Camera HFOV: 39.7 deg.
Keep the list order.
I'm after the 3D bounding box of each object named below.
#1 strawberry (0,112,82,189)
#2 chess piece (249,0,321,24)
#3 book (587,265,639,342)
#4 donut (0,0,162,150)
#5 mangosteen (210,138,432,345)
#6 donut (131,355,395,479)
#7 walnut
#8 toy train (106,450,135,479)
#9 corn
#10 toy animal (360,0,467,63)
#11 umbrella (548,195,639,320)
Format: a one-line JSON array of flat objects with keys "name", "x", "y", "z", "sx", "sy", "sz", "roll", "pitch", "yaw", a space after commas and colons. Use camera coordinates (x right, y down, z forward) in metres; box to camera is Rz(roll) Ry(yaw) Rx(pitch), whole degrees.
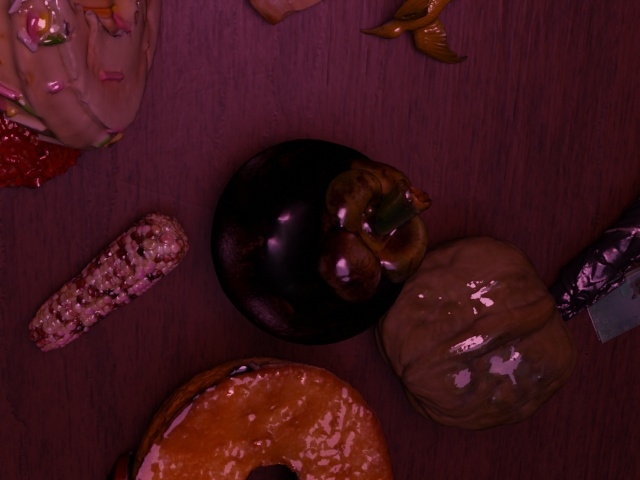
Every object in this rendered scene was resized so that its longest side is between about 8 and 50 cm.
[{"name": "strawberry", "x": -0.416, "y": -0.180, "z": 1.199, "sx": 0.190, "sy": 0.111, "sz": 0.236, "roll": 8, "pitch": 106, "yaw": -10}, {"name": "chess piece", "x": -0.085, "y": -0.386, "z": 1.134, "sx": 0.137, "sy": 0.137, "sz": 0.301, "roll": -49, "pitch": 141, "yaw": 8}, {"name": "book", "x": 0.522, "y": 0.103, "z": 1.507, "sx": 0.135, "sy": 0.017, "sz": 0.103, "roll": -26, "pitch": 111, "yaw": -1}, {"name": "donut", "x": -0.301, "y": -0.277, "z": 1.080, "sx": 0.150, "sy": 0.371, "sz": 0.307, "roll": 4, "pitch": 139, "yaw": 8}, {"name": "mangosteen", "x": -0.003, "y": 0.011, "z": 1.228, "sx": 0.297, "sy": 0.313, "sz": 0.296, "roll": -8, "pitch": 117, "yaw": -17}, {"name": "donut", "x": -0.082, "y": 0.360, "z": 1.394, "sx": 0.435, "sy": 0.163, "sz": 0.377, "roll": 26, "pitch": 89, "yaw": -23}, {"name": "walnut", "x": 0.228, "y": 0.145, "z": 1.342, "sx": 0.277, "sy": 0.282, "sz": 0.253, "roll": -25, "pitch": 151, "yaw": 4}, {"name": "toy train", "x": -0.281, "y": 0.542, "z": 1.478, "sx": 0.089, "sy": 0.086, "sz": 0.409, "roll": -19, "pitch": 111, "yaw": -1}, {"name": "corn", "x": -0.314, "y": 0.060, "z": 1.314, "sx": 0.281, "sy": 0.092, "sz": 0.092, "roll": -36, "pitch": 110, "yaw": 7}, {"name": "toy animal", "x": 0.136, "y": -0.328, "z": 1.267, "sx": 0.219, "sy": 0.155, "sz": 0.095, "roll": 30, "pitch": 73, "yaw": -58}, {"name": "umbrella", "x": 0.488, "y": 0.019, "z": 1.429, "sx": 0.106, "sy": 0.113, "sz": 0.357, "roll": 45, "pitch": 103, "yaw": 7}]
